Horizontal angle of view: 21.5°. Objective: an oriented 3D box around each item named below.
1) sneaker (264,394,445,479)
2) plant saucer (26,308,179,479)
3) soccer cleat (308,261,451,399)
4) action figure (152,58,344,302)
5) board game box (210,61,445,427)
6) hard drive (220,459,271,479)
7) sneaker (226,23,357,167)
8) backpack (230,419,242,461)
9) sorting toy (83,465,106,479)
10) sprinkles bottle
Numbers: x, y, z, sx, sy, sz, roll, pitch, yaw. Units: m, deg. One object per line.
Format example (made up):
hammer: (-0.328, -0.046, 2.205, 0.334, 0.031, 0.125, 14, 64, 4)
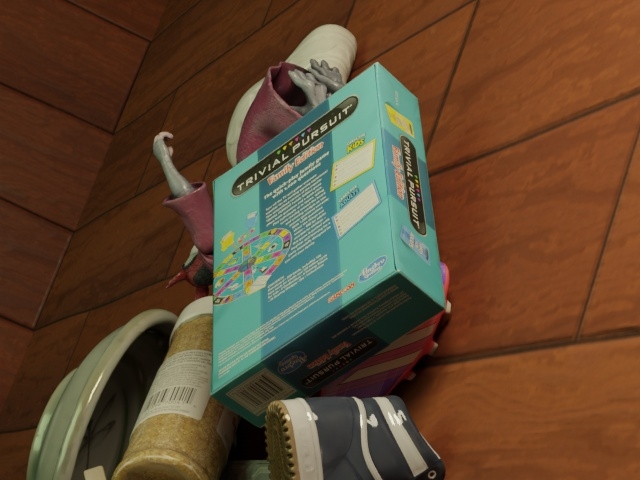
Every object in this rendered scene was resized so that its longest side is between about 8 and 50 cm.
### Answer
sneaker: (0.040, 0.281, 1.587, 0.099, 0.153, 0.282, 180, 84, -68)
plant saucer: (-0.286, 0.274, 2.165, 0.400, 0.101, 0.400, 13, -90, -74)
soccer cleat: (0.048, 0.119, 1.749, 0.248, 0.095, 0.083, -59, 18, 21)
action figure: (-0.067, -0.052, 2.208, 0.276, 0.248, 0.370, 43, 109, 35)
board game box: (0.000, 0.000, 1.793, 0.254, 0.079, 0.336, -34, 35, 26)
hard drive: (-0.076, 0.357, 1.846, 0.339, 0.064, 0.236, -19, 48, 68)
sneaker: (-0.056, -0.163, 2.412, 0.292, 0.108, 0.169, -50, 20, 36)
backpack: (-0.173, 0.283, 2.140, 0.152, 0.115, 0.182, -40, 26, 59)
sorting toy: (-0.245, 0.435, 1.905, 0.255, 0.089, 0.257, -120, 18, -61)
sprinkles bottle: (-0.152, 0.203, 2.012, 0.121, 0.121, 0.355, -55, 9, 29)
